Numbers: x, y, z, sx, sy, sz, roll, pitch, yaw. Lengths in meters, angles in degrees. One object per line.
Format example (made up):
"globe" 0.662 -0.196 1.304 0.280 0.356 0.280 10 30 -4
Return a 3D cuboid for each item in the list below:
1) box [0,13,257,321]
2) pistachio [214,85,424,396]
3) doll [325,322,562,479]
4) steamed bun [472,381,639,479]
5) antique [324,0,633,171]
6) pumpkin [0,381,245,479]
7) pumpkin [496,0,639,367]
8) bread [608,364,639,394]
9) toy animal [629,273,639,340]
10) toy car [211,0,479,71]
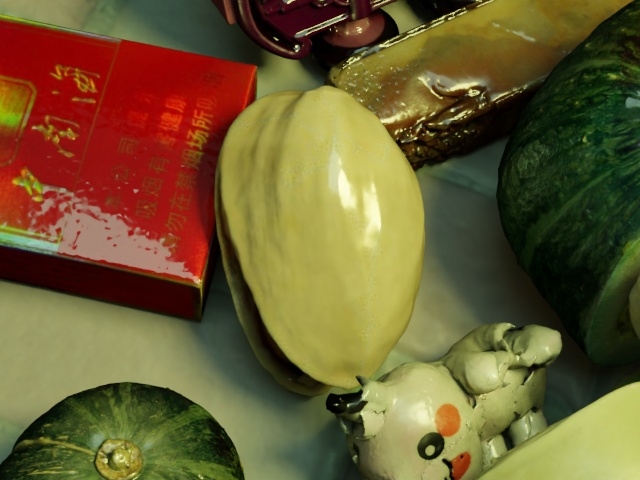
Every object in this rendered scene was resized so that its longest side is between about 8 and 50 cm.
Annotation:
"box" -0.222 -0.069 1.095 0.313 0.089 0.197 11 66 2
"pistachio" 0.000 0.000 1.034 0.157 0.157 0.229 -4 83 -6
"doll" 0.092 0.127 1.010 0.192 0.149 0.095 -28 42 -26
"steamed bun" 0.170 0.224 0.905 0.250 0.155 0.200 -46 63 22
"antique" 0.153 -0.145 1.156 0.310 0.087 0.093 -24 71 -15
"pumpkin" -0.135 0.188 0.950 0.190 0.146 0.190 1 64 -2
"pumpkin" 0.258 -0.077 1.040 0.293 0.263 0.197 -34 63 -11
"bread" 0.314 0.205 0.975 0.301 0.045 0.301 -6 69 17
"toy animal" 0.323 0.056 0.923 0.204 0.156 0.208 -35 90 -4
"toy car" 0.034 -0.320 1.152 0.341 0.271 0.240 -24 51 -14
